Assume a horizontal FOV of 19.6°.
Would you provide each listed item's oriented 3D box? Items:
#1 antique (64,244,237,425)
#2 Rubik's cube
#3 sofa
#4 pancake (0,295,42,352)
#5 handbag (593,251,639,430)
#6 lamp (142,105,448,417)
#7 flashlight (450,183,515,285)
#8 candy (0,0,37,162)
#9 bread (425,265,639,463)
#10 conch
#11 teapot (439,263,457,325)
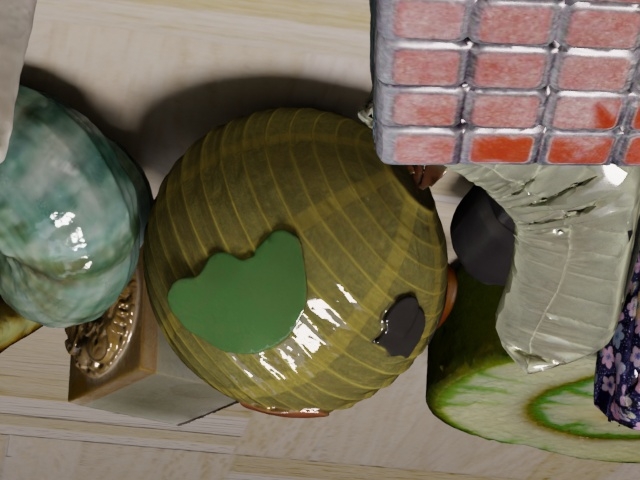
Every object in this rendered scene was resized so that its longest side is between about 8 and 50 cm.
[{"bbox_3d":[-0.151,0.075,1.709,0.148,0.152,0.146,14,155,-31],"label":"antique"},{"bbox_3d":[0.146,-0.191,1.002,0.238,0.237,0.237,3,154,-1],"label":"Rubik's cube"},{"bbox_3d":[0.135,-0.064,1.219,0.176,0.210,0.225,14,144,12],"label":"sofa"},{"bbox_3d":[-0.407,0.124,1.703,0.427,0.067,0.305,-28,-176,-18],"label":"pancake"},{"bbox_3d":[0.345,0.072,1.570,0.208,0.229,0.127,11,168,-12],"label":"handbag"},{"bbox_3d":[0.000,0.000,1.447,0.284,0.250,0.250,-39,139,20],"label":"lamp"},{"bbox_3d":[0.210,-0.086,1.411,0.103,0.103,0.424,8,153,-14],"label":"flashlight"},{"bbox_3d":[-0.352,-0.169,1.122,0.358,0.208,0.145,17,158,-32],"label":"candy"},{"bbox_3d":[0.282,0.108,1.775,0.366,0.129,0.382,-8,155,29],"label":"bread"},{"bbox_3d":[-0.231,-0.032,1.470,0.220,0.195,0.277,24,-163,36],"label":"conch"},{"bbox_3d":[0.032,0.083,1.737,0.178,0.135,0.252,19,152,-41],"label":"teapot"}]
